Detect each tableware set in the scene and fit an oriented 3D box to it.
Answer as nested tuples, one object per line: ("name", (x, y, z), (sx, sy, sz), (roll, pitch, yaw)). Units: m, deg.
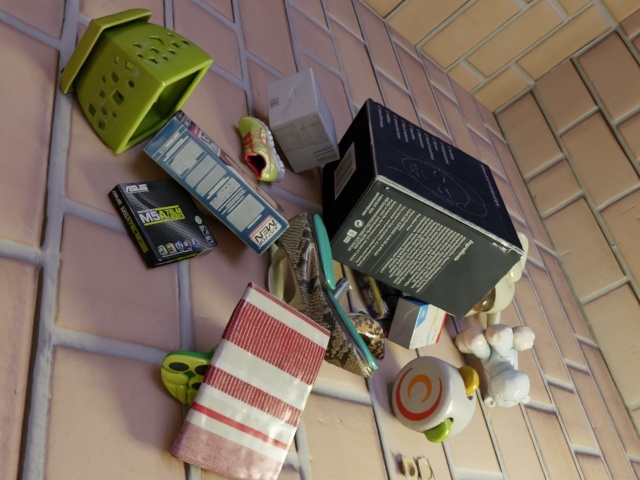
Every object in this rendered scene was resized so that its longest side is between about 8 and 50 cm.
("tableware set", (0.248, 0.599, 1.557), (0.168, 0.020, 0.141), (23, 43, -42))

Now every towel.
("towel", (-0.119, 0.274, 1.185), (0.237, 0.037, 0.329), (37, 65, -35))

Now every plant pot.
("plant pot", (-0.411, -0.362, 1.387), (0.207, 0.227, 0.228), (43, 33, -7))

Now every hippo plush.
("hippo plush", (0.556, 0.412, 2.042), (0.294, 0.234, 0.237), (89, 3, -69))

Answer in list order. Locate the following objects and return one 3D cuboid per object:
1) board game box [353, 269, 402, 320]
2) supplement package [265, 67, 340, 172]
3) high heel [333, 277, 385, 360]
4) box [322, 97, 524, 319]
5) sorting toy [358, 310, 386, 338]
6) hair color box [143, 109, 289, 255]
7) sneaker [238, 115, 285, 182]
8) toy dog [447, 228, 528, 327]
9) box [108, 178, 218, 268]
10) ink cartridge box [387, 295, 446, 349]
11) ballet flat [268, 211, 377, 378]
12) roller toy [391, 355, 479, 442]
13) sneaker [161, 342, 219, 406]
("board game box", (0.178, 0.150, 1.867), (0.141, 0.048, 0.170), (9, 54, -48))
("supplement package", (-0.052, -0.348, 1.864), (0.203, 0.149, 0.194), (60, 18, -49))
("high heel", (0.061, 0.249, 1.611), (0.186, 0.093, 0.261), (-46, 114, -36))
("box", (0.272, -0.101, 1.854), (0.471, 0.297, 0.480), (24, 33, -16))
("sorting toy", (0.132, 0.241, 1.732), (0.102, 0.042, 0.061), (40, 16, -2))
("hair color box", (-0.233, -0.136, 1.461), (0.347, 0.105, 0.174), (44, 7, -18))
("sneaker", (-0.176, -0.251, 1.735), (0.094, 0.081, 0.209), (-14, 70, -50))
("toy dog", (0.506, 0.136, 2.170), (0.408, 0.284, 0.396), (-9, 105, -58))
("box", (-0.330, -0.042, 1.354), (0.190, 0.045, 0.184), (-16, 75, -59))
("ink cartridge box", (0.300, 0.232, 1.861), (0.078, 0.134, 0.231), (21, 12, 35))
("ballet flat", (-0.021, 0.140, 1.475), (0.164, 0.182, 0.483), (58, 9, -50))
("roller toy", (0.296, 0.403, 1.640), (0.146, 0.191, 0.209), (29, 79, -38))
("sneaker", (-0.186, 0.251, 1.240), (0.295, 0.109, 0.123), (14, 23, -43))
